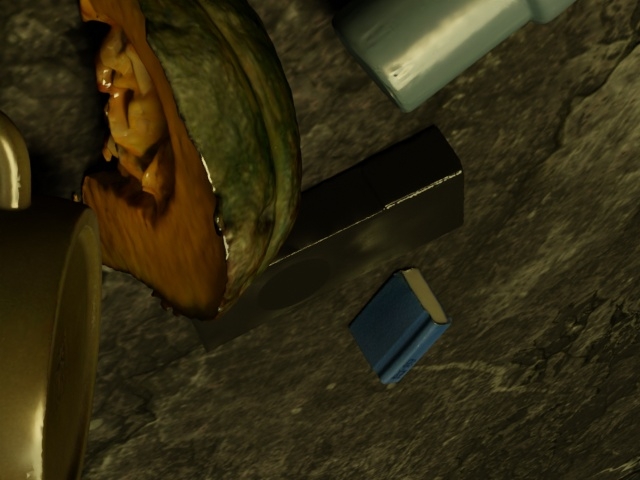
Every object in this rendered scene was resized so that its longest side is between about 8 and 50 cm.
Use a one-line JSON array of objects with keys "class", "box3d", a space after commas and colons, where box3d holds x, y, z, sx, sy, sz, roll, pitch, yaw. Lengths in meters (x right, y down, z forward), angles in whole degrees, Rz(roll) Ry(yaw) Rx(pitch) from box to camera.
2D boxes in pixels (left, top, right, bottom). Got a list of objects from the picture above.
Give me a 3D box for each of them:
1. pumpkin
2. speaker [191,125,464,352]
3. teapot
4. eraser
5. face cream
[{"class": "pumpkin", "box3d": [-0.052, -0.025, 0.634, 0.111, 0.163, 0.278, -18, 151, -22]}, {"class": "speaker", "box3d": [0.000, 0.000, 0.853, 0.218, 0.044, 0.082, -26, 152, -9]}, {"class": "teapot", "box3d": [-0.210, 0.050, 0.609, 0.175, 0.185, 0.268, 4, 112, -5]}, {"class": "eraser", "box3d": [0.068, 0.073, 1.021, 0.027, 0.063, 0.085, -1, 140, -43]}, {"class": "face cream", "box3d": [0.174, -0.214, 0.642, 0.385, 0.086, 0.135, -39, 152, 4]}]
